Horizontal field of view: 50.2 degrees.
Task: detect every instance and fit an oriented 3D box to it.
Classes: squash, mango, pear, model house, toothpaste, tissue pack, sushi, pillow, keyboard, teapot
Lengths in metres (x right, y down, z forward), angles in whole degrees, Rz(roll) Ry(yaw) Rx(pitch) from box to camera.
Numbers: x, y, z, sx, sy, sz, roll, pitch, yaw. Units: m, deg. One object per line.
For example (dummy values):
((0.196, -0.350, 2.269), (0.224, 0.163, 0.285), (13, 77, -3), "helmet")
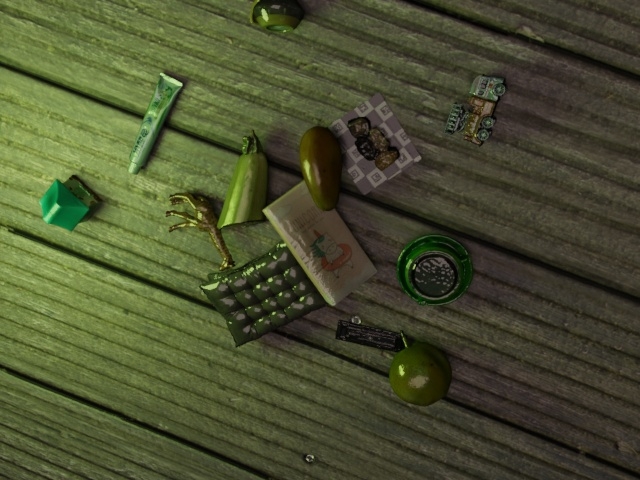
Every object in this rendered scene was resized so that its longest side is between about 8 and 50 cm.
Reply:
((-0.185, -0.155, 1.884), (0.137, 0.137, 0.287), (19, 100, 5), "squash")
((0.004, -0.191, 1.812), (0.099, 0.136, 0.227), (-7, 90, 31), "mango")
((0.269, 0.352, 1.911), (0.166, 0.180, 0.216), (-31, 82, 50), "pear")
((-0.732, -0.105, 1.975), (0.127, 0.149, 0.100), (43, 112, -5), "model house")
((-0.474, -0.322, 1.922), (0.075, 0.048, 0.296), (29, 105, 7), "toothpaste")
((0.000, 0.000, 1.879), (0.170, 0.071, 0.325), (-36, 98, -12), "tissue pack")
((0.132, -0.252, 1.824), (0.192, 0.050, 0.215), (-32, 98, 17), "sushi")
((-0.159, 0.148, 1.971), (0.326, 0.101, 0.228), (-25, 103, 18), "pillow")
((0.147, 0.281, 1.994), (0.204, 0.013, 0.061), (12, 107, 7), "keyboard")
((-0.118, -0.598, 1.745), (0.166, 0.130, 0.119), (4, 92, 42), "teapot")

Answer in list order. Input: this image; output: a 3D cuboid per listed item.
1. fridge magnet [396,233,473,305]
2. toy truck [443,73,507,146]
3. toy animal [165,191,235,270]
((0.312, 0.084, 1.867), (0.208, 0.088, 0.208), (3, 106, 10), "fridge magnet")
((0.398, -0.340, 1.739), (0.115, 0.080, 0.177), (22, 110, 14), "toy truck")
((-0.334, -0.035, 1.952), (0.275, 0.054, 0.149), (35, 99, 8), "toy animal")
